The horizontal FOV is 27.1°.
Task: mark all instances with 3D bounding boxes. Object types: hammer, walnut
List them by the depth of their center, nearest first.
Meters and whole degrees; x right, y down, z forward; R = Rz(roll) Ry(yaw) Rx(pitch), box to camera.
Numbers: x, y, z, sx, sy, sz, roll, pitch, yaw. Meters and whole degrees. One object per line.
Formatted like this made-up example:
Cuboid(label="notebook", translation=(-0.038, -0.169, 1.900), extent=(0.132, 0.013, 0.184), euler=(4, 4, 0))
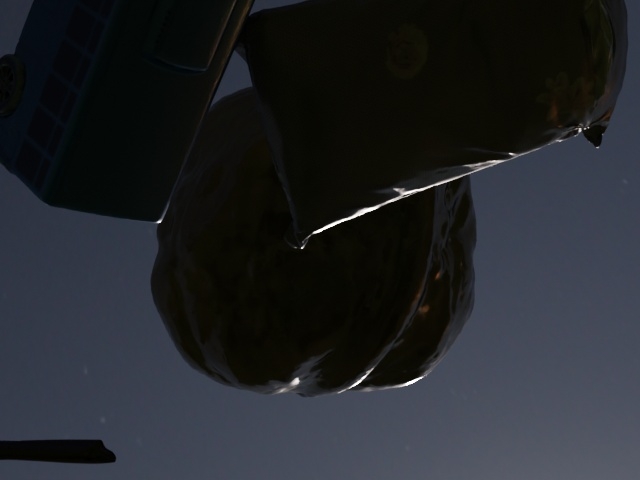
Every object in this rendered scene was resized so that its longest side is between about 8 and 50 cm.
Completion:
Cuboid(label="hammer", translation=(-0.238, 0.161, 1.051), extent=(0.178, 0.065, 0.021), euler=(-3, -16, 26))
Cuboid(label="walnut", translation=(-0.001, 0.000, 1.168), extent=(0.253, 0.282, 0.277), euler=(4, -93, 27))

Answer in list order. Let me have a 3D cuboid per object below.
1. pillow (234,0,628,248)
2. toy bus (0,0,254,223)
Cuboid(label="pillow", translation=(0.078, -0.095, 0.797), extent=(0.255, 0.059, 0.169), euler=(-21, -60, -16))
Cuboid(label="toy bus", translation=(-0.101, -0.110, 0.714), extent=(0.090, 0.106, 0.185), euler=(9, -69, -43))
